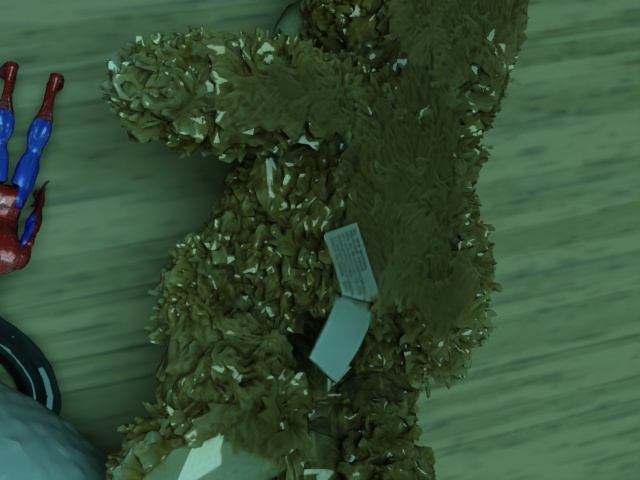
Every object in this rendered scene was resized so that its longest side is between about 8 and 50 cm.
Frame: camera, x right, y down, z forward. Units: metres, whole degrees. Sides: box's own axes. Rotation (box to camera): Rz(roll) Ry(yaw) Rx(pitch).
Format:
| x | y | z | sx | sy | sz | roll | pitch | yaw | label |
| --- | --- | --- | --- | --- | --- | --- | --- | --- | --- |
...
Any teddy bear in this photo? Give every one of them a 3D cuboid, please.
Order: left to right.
| x | y | z | sx | sy | sz | roll | pitch | yaw | label |
| --- | --- | --- | --- | --- | --- | --- | --- | --- | --- |
| 0.000 | 0.000 | 0.542 | 0.245 | 0.113 | 0.338 | 7 | 83 | -38 | teddy bear |

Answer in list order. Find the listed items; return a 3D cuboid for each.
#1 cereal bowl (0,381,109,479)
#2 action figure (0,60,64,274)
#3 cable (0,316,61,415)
| x | y | z | sx | sy | sz | roll | pitch | yaw | label |
| --- | --- | --- | --- | --- | --- | --- | --- | --- | --- |
| -0.202 | 0.219 | 0.456 | 0.339 | 0.141 | 0.338 | -3 | 100 | -19 | cereal bowl |
| -0.146 | -0.024 | 0.551 | 0.038 | 0.030 | 0.115 | 15 | 70 | -21 | action figure |
| -0.248 | 0.007 | 0.528 | 0.287 | 0.072 | 0.139 | 26 | 65 | -27 | cable |
